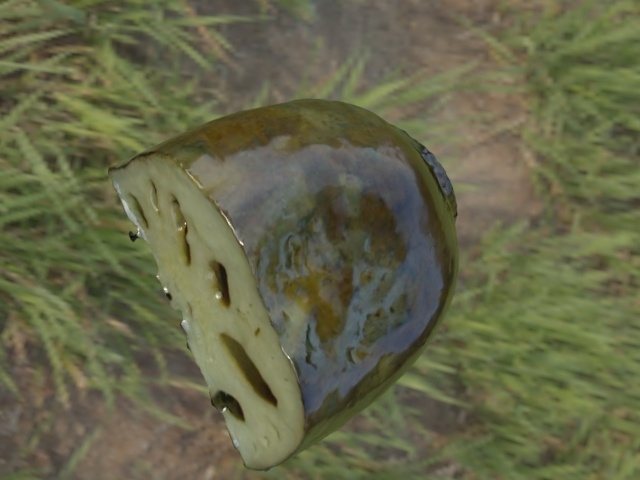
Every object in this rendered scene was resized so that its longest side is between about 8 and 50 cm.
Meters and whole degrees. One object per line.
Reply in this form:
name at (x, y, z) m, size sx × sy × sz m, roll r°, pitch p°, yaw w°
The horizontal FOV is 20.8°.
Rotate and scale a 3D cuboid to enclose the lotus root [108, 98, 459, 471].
lotus root at (0.014, 0.007, 1.387) m, size 0.260 × 0.149 × 0.267 m, roll -26°, pitch 94°, yaw -36°
